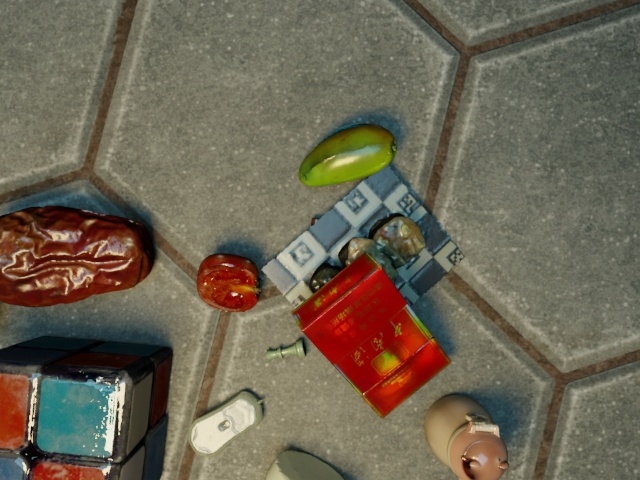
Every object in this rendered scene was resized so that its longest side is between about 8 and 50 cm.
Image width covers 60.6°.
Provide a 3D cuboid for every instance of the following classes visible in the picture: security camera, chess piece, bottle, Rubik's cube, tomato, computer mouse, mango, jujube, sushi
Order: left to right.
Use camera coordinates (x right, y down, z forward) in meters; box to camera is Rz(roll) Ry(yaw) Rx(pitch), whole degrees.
[{"bbox_3d":[-0.532,0.037,1.162,0.342,0.216,0.216,-5,89,-12],"label":"jujube"},{"bbox_3d":[-0.495,0.372,1.085,0.318,0.316,0.313,6,88,-1],"label":"Rubik's cube"},{"bbox_3d":[-0.204,0.399,1.213,0.181,0.056,0.089,-32,90,-9],"label":"computer mouse"},{"bbox_3d":[-0.195,0.075,1.193,0.139,0.159,0.091,0,47,1],"label":"tomato"},{"bbox_3d":[-0.080,0.250,1.227,0.093,0.042,0.042,-14,89,6],"label":"chess piece"},{"bbox_3d":[-0.064,0.592,1.148,0.194,0.194,0.236,29,94,1],"label":"security camera"},{"bbox_3d":[0.053,-0.186,1.201,0.233,0.125,0.111,-17,119,20],"label":"mango"},{"bbox_3d":[0.106,0.058,1.180,0.373,0.100,0.296,-41,97,-1],"label":"sushi"},{"bbox_3d":[0.306,0.417,1.122,0.147,0.236,0.147,0,89,0],"label":"bottle"}]

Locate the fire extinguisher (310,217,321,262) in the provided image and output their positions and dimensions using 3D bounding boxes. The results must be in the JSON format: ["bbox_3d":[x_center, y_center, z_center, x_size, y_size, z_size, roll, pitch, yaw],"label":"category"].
[{"bbox_3d":[-0.003,-0.001,1.241,0.032,0.046,0.100,10,98,45],"label":"fire extinguisher"}]

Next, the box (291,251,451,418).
[{"bbox_3d":[0.112,0.203,1.135,0.197,0.089,0.313,-40,119,-2],"label":"box"}]
